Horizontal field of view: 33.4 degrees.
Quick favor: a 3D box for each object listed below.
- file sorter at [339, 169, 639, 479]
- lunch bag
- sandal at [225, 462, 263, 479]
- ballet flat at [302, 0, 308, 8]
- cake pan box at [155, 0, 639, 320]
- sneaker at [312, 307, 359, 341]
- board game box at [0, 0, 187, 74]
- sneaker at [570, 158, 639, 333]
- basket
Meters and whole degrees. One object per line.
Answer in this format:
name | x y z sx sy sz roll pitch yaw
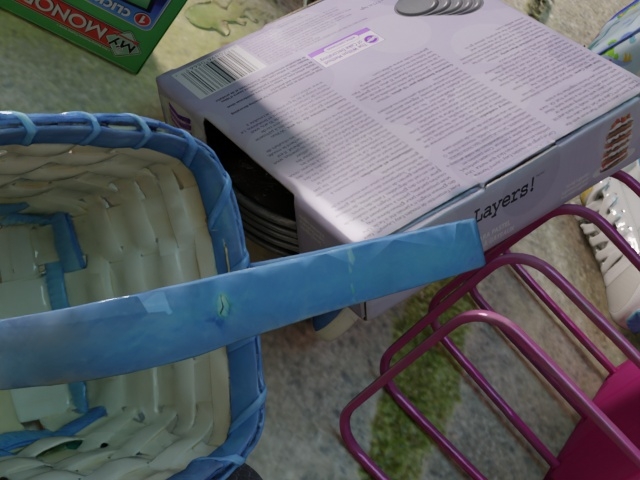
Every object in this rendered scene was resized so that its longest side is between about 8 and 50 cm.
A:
file sorter | 0.178 0.078 0.769 0.182 0.202 0.290 46 45 3
lunch bag | 0.374 -0.221 1.100 0.090 0.219 0.176 52 46 -6
sandal | -0.133 0.166 0.560 0.254 0.054 0.097 0 20 -41
ballet flat | 0.029 -0.179 0.925 0.086 0.086 0.248 6 57 -34
cake pan box | 0.051 -0.086 0.743 0.267 0.070 0.246 -30 46 -24
sneaker | -0.001 0.000 0.781 0.084 0.058 0.152 38 41 -18
board game box | -0.213 -0.252 0.686 0.317 0.213 0.046 25 49 -22
sneaker | 0.279 -0.008 0.989 0.092 0.087 0.229 27 41 -11
basket | -0.095 0.036 0.505 0.255 0.289 0.201 -9 84 -53
